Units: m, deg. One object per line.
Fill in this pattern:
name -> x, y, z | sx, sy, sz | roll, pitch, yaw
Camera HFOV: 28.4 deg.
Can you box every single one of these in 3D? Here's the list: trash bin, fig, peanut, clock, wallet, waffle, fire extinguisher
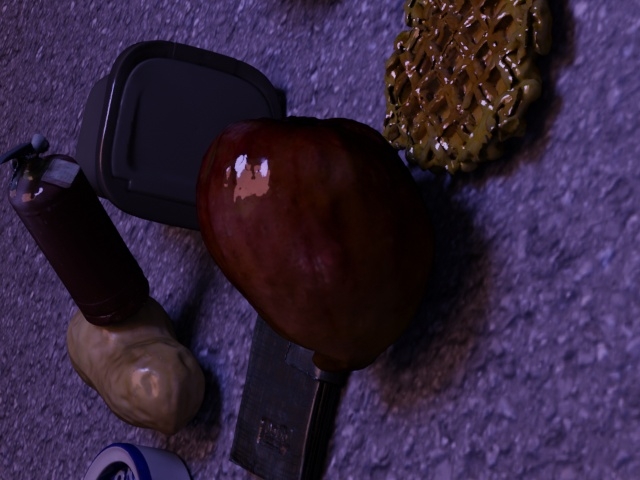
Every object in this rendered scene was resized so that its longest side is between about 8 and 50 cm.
trash bin -> -0.196, -0.126, 1.601 | 0.250, 0.220, 0.219 | 4, 81, 66
fig -> 0.001, -0.012, 1.202 | 0.224, 0.263, 0.224 | -39, 12, 10
peanut -> -0.240, 0.146, 1.619 | 0.319, 0.148, 0.147 | 30, 104, 61
clock -> -0.238, 0.372, 1.582 | 0.230, 0.083, 0.230 | -33, 51, 52
wallet -> -0.026, 0.107, 1.375 | 0.169, 0.044, 0.316 | 13, 90, 58
waffle -> 0.139, -0.183, 1.217 | 0.245, 0.052, 0.254 | -5, 73, 59
fire extinguisher -> -0.303, -0.017, 1.518 | 0.105, 0.269, 0.104 | -15, 38, 12
